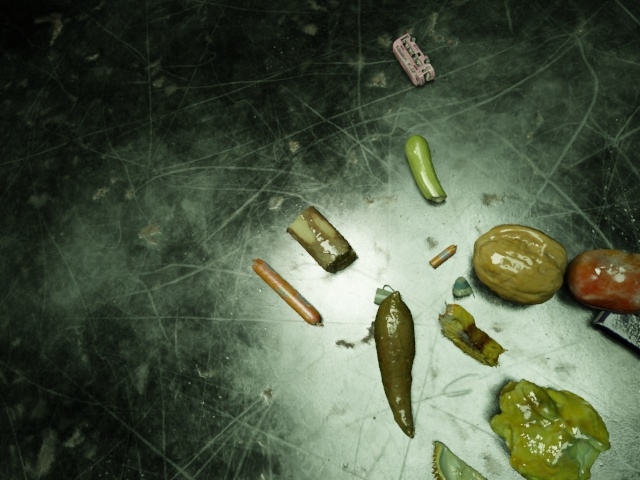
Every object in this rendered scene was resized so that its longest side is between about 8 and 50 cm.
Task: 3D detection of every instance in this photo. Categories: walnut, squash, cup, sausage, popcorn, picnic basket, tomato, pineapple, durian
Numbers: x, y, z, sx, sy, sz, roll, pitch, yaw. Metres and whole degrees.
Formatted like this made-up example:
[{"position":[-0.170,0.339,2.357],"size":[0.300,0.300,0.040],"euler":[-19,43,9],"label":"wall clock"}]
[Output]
[{"position":[0.570,0.061,1.222],"size":[0.257,0.257,0.224],"euler":[26,51,19],"label":"walnut"},{"position":[0.352,-0.245,1.431],"size":[0.083,0.083,0.250],"euler":[-19,75,9],"label":"squash"},{"position":[0.221,0.185,1.376],"size":[0.083,0.075,0.055],"euler":[14,116,14],"label":"cup"},{"position":[-0.122,0.175,1.456],"size":[0.348,0.053,0.053],"euler":[41,89,20],"label":"sausage"},{"position":[0.584,0.507,1.104],"size":[0.276,0.226,0.276],"euler":[6,38,-5],"label":"popcorn"},{"position":[0.443,0.156,1.318],"size":[0.065,0.083,0.083],"euler":[-19,116,8],"label":"picnic basket"},{"position":[0.789,0.093,1.153],"size":[0.214,0.155,0.181],"euler":[-1,65,38],"label":"tomato"},{"position":[0.403,0.048,1.368],"size":[0.107,0.031,0.031],"euler":[-37,70,3],"label":"sausage"},{"position":[0.430,0.274,1.255],"size":[0.233,0.135,0.079],"euler":[48,68,-6],"label":"pineapple"},{"position":[0.399,0.690,1.171],"size":[0.252,0.144,0.139],"euler":[29,63,24],"label":"durian"}]

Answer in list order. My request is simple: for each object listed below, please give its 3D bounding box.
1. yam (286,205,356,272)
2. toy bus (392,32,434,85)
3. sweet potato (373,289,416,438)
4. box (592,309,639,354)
[{"position":[0.001,0.000,1.436],"size":[0.128,0.129,0.238],"euler":[-30,67,-32],"label":"yam"},{"position":[0.341,-0.664,1.549],"size":[0.090,0.063,0.203],"euler":[-29,69,9],"label":"toy bus"},{"position":[0.231,0.364,1.277],"size":[0.130,0.130,0.423],"euler":[-4,81,13],"label":"sweet potato"},{"position":[0.918,0.184,1.179],"size":[0.168,0.071,0.259],"euler":[37,86,20],"label":"box"}]
